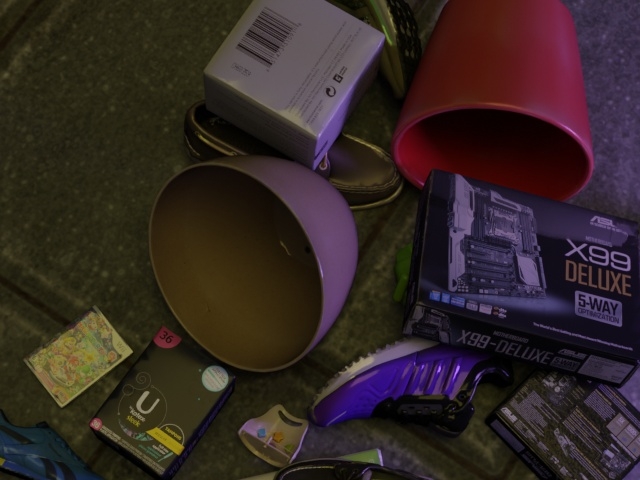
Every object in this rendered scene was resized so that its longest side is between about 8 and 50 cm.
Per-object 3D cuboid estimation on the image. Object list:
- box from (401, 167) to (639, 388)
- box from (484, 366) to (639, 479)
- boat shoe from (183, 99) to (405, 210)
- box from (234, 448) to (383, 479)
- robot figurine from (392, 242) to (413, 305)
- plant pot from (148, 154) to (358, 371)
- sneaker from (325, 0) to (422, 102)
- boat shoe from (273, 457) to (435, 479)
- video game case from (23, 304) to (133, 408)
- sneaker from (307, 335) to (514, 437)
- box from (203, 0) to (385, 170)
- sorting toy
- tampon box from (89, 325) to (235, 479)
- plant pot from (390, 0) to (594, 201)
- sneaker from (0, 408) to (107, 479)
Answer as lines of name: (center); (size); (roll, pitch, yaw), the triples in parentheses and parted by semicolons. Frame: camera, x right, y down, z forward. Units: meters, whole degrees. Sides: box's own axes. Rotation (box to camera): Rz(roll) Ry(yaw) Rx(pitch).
box: (0.275, 0.048, 1.622); (0.307, 0.076, 0.242); (15, 51, -4)
box: (0.338, 0.252, 1.623); (0.147, 0.077, 0.180); (-42, 79, -16)
boat shoe: (-0.036, -0.126, 1.707); (0.324, 0.097, 0.117); (15, 71, 1)
box: (-0.053, 0.417, 1.553); (0.322, 0.058, 0.232); (-11, 73, -7)
robot figurine: (0.141, 0.062, 1.675); (0.101, 0.067, 0.115); (-1, 68, -36)
plant pot: (-0.058, 0.007, 1.598); (0.284, 0.284, 0.191); (48, 40, 11)
sneaker: (0.010, -0.362, 1.793); (0.182, 0.158, 0.410); (-33, 77, 18)
boat shoe: (0.051, 0.314, 1.526); (0.223, 0.073, 0.080); (7, 71, -3)
video game case: (-0.328, 0.157, 1.638); (0.122, 0.011, 0.087); (-38, 78, -15)
sneaker: (0.132, 0.204, 1.610); (0.293, 0.102, 0.146); (-24, 76, -12)
box: (-0.036, -0.226, 1.623); (0.182, 0.119, 0.181); (31, 73, 6)
sorting toy: (-0.055, 0.258, 1.613); (0.083, 0.045, 0.075); (28, 58, 17)
tampon box: (-0.204, 0.217, 1.580); (0.120, 0.101, 0.161); (33, 72, 6)
plant pot: (0.249, -0.208, 1.686); (0.275, 0.275, 0.243); (11, 61, -1)
sneaker: (-0.345, 0.282, 1.567); (0.209, 0.069, 0.082); (22, 68, 3)
